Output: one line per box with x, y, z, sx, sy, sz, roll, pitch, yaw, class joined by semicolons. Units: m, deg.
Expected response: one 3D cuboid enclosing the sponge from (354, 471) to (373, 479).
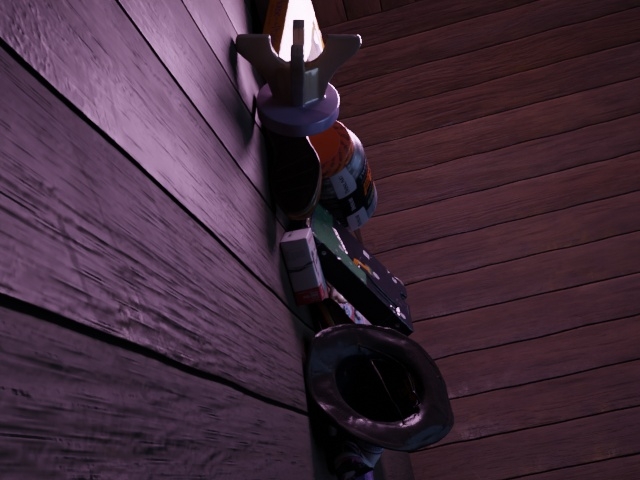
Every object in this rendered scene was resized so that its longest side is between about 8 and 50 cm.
0.099;0.522;1.757;0.210;0.031;0.117;-91;166;-60;sponge

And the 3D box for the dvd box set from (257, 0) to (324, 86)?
-0.068;-0.478;1.935;0.307;0.062;0.420;68;22;-50;dvd box set

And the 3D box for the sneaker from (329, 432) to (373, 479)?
0.058;0.425;1.482;0.178;0.072;0.077;75;-7;-61;sneaker

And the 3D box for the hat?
0.094;0.312;1.482;0.134;0.332;0.331;-57;-154;36;hat

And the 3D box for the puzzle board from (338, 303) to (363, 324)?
0.076;0.227;1.943;0.011;0.096;0.128;-31;-117;51;puzzle board

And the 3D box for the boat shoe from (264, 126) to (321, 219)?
-0.047;-0.150;1.577;0.104;0.111;0.307;66;12;-50;boat shoe

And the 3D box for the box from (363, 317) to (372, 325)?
0.166;0.374;2.217;0.231;0.127;0.261;66;13;-65;box

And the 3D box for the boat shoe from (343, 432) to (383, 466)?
0.082;0.417;1.672;0.258;0.095;0.084;-101;-153;-74;boat shoe

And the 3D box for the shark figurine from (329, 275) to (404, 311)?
0.093;0.131;2.096;0.166;0.278;0.116;49;-47;24;shark figurine

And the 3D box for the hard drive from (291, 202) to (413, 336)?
0.071;0.064;1.701;0.339;0.064;0.237;45;16;-15;hard drive

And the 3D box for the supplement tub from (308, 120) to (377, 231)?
0.029;-0.160;1.865;0.316;0.194;0.193;61;17;-65;supplement tub

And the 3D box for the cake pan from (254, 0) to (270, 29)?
-0.134;-0.641;2.080;0.293;0.054;0.293;-14;90;-83;cake pan

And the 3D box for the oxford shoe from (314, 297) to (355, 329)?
0.122;0.253;1.715;0.363;0.133;0.130;52;-6;-15;oxford shoe

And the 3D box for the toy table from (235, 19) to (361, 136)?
-0.045;-0.344;1.542;0.274;0.252;0.160;-113;-160;-56;toy table

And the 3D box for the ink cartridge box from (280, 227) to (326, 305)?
-0.033;0.051;1.514;0.099;0.056;0.135;-73;149;-75;ink cartridge box
